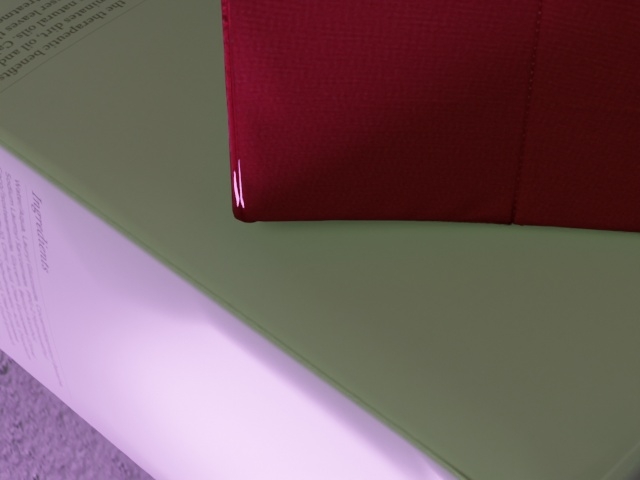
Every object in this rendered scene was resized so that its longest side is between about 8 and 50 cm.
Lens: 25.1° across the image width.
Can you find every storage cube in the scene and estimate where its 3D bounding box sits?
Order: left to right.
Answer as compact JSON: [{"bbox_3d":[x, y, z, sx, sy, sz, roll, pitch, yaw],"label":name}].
[{"bbox_3d":[0.063,-0.130,0.454,0.183,0.215,0.193,2,135,1],"label":"storage cube"}]

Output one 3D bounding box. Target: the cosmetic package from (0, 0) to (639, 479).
[{"bbox_3d":[0.000,0.000,0.571,0.365,0.197,0.155,35,144,31],"label":"cosmetic package"}]
